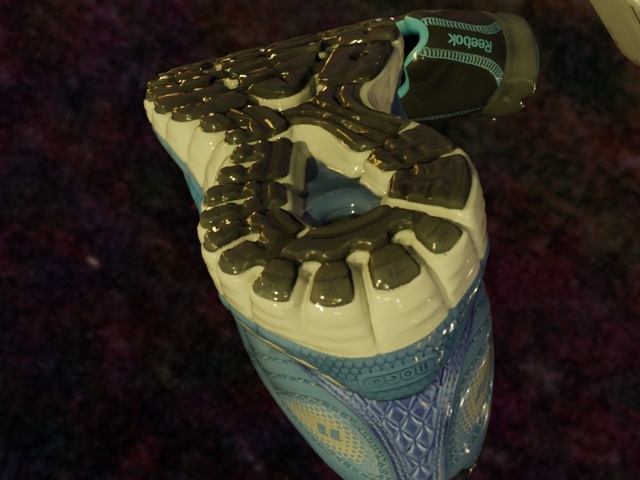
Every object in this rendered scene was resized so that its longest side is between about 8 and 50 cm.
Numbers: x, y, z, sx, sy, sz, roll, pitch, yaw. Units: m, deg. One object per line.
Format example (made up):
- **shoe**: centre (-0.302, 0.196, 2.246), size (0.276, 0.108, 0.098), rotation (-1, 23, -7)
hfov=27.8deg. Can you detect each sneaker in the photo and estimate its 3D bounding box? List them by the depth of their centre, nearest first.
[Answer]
- **sneaker**: centre (0.000, 0.000, 0.580), size (0.330, 0.130, 0.147), rotation (-103, 180, -63)
- **sneaker**: centre (0.036, -0.147, 1.202), size (0.140, 0.341, 0.125), rotation (5, 75, -39)

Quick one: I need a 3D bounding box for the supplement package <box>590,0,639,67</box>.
- **supplement package**: centre (0.303, -0.165, 0.914), size (0.134, 0.139, 0.244), rotation (45, 7, -39)
